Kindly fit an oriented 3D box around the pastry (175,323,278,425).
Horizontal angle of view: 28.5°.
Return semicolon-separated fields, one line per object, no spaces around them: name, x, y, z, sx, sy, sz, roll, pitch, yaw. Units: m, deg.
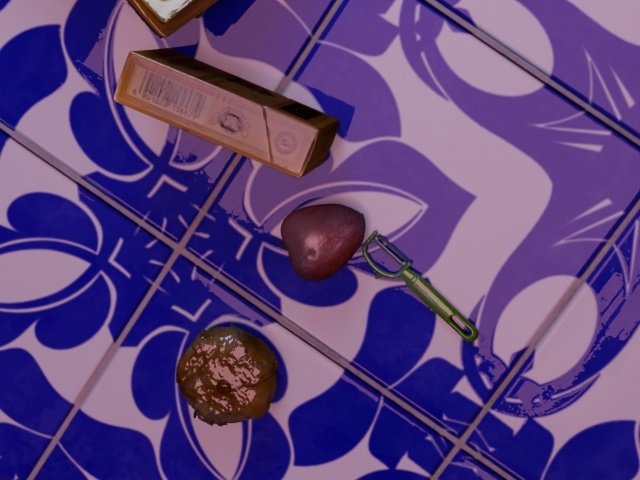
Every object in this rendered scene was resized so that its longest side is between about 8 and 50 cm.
pastry;-0.135;0.196;1.834;0.153;0.081;0.153;0;90;11

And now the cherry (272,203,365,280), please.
cherry;-0.003;-0.003;1.770;0.126;0.087;0.106;-42;95;17

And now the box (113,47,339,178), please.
box;-0.122;-0.177;1.713;0.274;0.174;0.076;23;104;6

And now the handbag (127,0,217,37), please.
handbag;-0.239;-0.491;1.645;0.283;0.133;0.401;-41;93;-11

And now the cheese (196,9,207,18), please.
cheese;-0.276;-0.426;1.739;0.320;0.083;0.204;33;100;2

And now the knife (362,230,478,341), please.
knife;0.139;0.075;1.797;0.212;0.015;0.054;42;105;0
